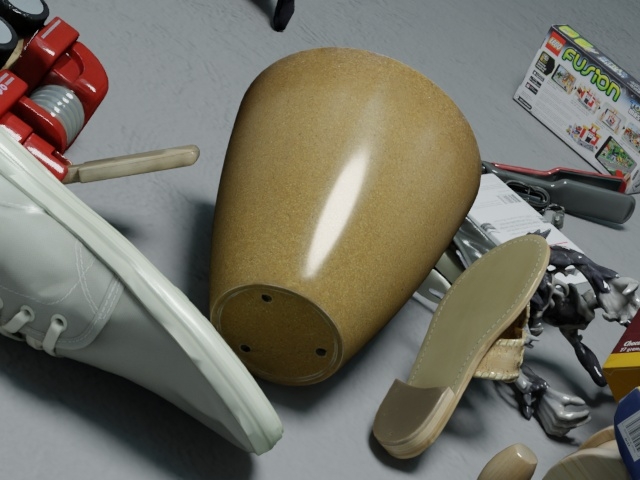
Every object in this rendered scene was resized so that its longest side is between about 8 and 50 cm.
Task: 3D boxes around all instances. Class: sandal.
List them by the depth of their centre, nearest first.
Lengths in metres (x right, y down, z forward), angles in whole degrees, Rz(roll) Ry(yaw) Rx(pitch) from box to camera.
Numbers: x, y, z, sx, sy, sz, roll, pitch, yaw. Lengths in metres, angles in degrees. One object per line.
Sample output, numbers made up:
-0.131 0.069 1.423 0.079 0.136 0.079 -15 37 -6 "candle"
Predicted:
0.136 0.107 1.509 0.088 0.079 0.240 10 54 47 "sandal"

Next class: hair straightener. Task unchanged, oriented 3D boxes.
0.256 -0.057 1.951 0.230 0.047 0.089 14 31 -20 "hair straightener"

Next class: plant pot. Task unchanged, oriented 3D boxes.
0.000 0.000 1.515 0.237 0.237 0.254 25 45 -2 "plant pot"

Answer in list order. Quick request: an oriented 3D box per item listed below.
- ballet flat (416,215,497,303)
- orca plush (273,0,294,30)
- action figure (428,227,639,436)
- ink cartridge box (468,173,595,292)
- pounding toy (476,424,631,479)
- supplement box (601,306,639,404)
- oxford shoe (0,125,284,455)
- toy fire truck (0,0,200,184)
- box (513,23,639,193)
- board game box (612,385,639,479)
0.097 -0.015 1.719 0.096 0.095 0.280 -16 49 -35 "ballet flat"
-0.093 -0.357 2.156 0.151 0.102 0.287 61 8 -50 "orca plush"
0.240 0.085 1.604 0.275 0.164 0.141 14 26 -31 "action figure"
0.196 0.010 1.784 0.104 0.060 0.180 -8 44 -46 "ink cartridge box"
0.262 0.229 1.388 0.269 0.154 0.155 38 31 19 "pounding toy"
0.372 0.125 1.523 0.194 0.129 0.191 -49 121 -42 "supplement box"
-0.217 0.032 1.370 0.449 0.169 0.130 39 75 8 "oxford shoe"
-0.237 -0.114 1.572 0.246 0.158 0.217 37 28 -5 "toy fire truck"
0.340 -0.163 2.121 0.036 0.114 0.207 -9 45 -46 "box"
0.318 0.206 1.307 0.194 0.060 0.194 5 53 -45 "board game box"
